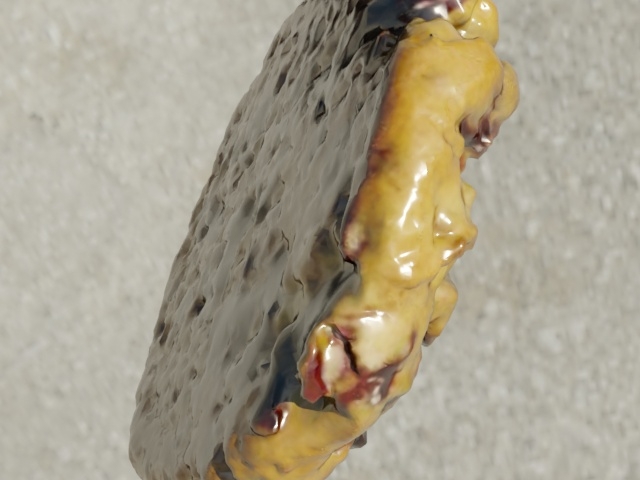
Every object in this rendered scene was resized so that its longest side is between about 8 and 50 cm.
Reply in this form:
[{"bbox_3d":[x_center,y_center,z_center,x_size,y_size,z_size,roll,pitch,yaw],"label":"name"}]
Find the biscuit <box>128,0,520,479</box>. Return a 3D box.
[{"bbox_3d":[0.002,-0.004,0.934,0.081,0.334,0.289,23,82,-16],"label":"biscuit"}]
